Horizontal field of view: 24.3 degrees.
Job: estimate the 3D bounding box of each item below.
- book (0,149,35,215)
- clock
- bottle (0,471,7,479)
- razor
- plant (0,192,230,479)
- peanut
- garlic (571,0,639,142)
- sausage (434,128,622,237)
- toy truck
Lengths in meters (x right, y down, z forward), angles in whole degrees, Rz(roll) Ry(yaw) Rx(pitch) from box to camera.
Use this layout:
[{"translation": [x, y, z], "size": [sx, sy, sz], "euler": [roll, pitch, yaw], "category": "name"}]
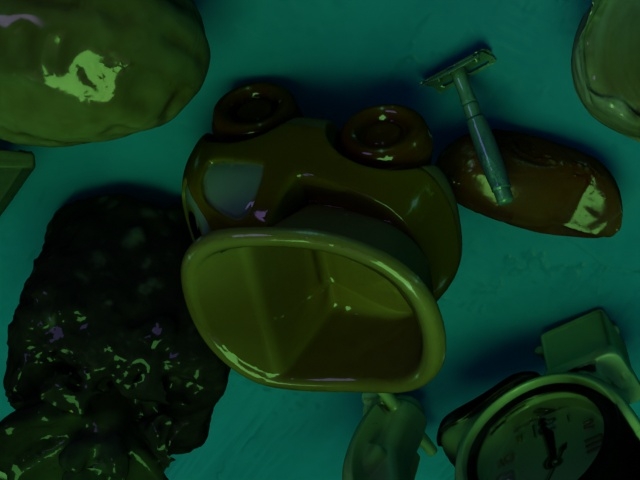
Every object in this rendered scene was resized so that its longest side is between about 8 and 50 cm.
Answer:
[{"translation": [-0.405, -0.023, 1.389], "size": [0.215, 0.025, 0.283], "euler": [1, 157, -29], "category": "book"}, {"translation": [0.144, 0.231, 1.494], "size": [0.379, 0.276, 0.120], "euler": [-22, 124, 19], "category": "clock"}, {"translation": [-0.349, 0.268, 1.729], "size": [0.164, 0.060, 0.060], "euler": [21, 131, -12], "category": "bottle"}, {"translation": [0.140, -0.094, 1.300], "size": [0.068, 0.135, 0.040], "euler": [-27, 162, 28], "category": "razor"}, {"translation": [-0.197, 0.126, 1.411], "size": [0.215, 0.312, 0.213], "euler": [15, 134, -3], "category": "plant"}, {"translation": [-0.281, -0.165, 1.267], "size": [0.387, 0.169, 0.192], "euler": [3, 167, 12], "category": "peanut"}, {"translation": [0.325, -0.147, 1.229], "size": [0.229, 0.178, 0.143], "euler": [11, 177, 9], "category": "garlic"}, {"translation": [0.193, -0.053, 1.363], "size": [0.179, 0.089, 0.089], "euler": [16, 132, -12], "category": "sausage"}, {"translation": [0.000, 0.000, 1.319], "size": [0.288, 0.211, 0.204], "euler": [9, 135, 22], "category": "toy truck"}]
